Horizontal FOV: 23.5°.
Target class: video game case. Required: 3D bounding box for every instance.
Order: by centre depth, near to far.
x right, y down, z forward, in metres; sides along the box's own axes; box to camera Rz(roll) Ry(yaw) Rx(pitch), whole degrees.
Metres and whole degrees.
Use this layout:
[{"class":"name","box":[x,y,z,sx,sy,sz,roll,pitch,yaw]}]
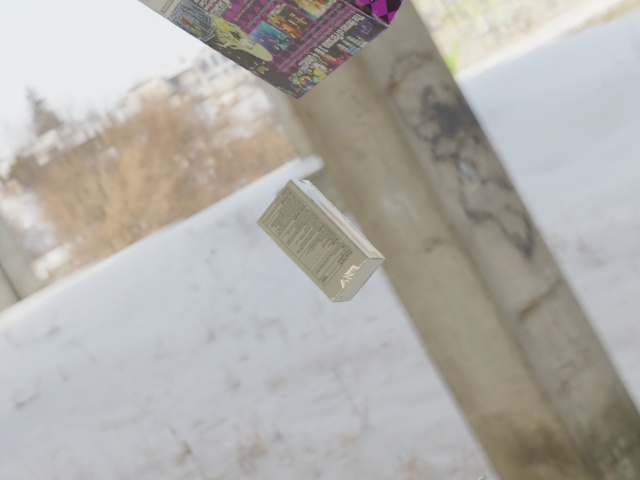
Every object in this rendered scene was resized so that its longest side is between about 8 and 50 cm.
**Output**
[{"class":"video game case","box":[-0.064,-0.199,1.154,0.042,0.210,0.232,-60,10,-16]}]

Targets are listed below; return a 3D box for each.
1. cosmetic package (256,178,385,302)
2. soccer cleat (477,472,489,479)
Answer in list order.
[{"class":"cosmetic package","box":[0.000,0.000,1.473,0.060,0.115,0.041,-50,-20,19]},{"class":"soccer cleat","box":[0.188,0.206,1.017,0.196,0.076,0.068,11,9,3]}]
